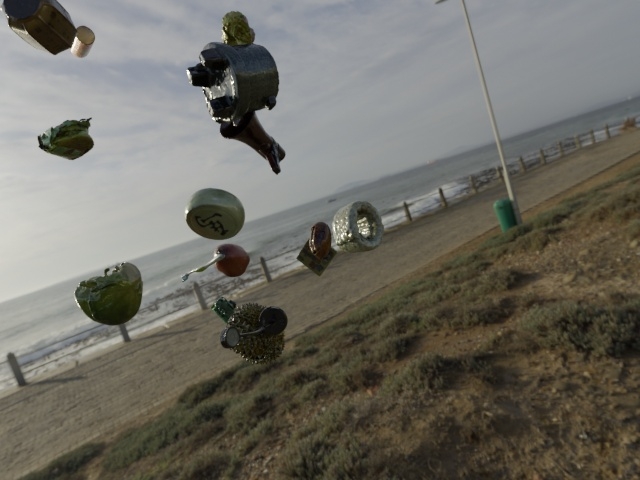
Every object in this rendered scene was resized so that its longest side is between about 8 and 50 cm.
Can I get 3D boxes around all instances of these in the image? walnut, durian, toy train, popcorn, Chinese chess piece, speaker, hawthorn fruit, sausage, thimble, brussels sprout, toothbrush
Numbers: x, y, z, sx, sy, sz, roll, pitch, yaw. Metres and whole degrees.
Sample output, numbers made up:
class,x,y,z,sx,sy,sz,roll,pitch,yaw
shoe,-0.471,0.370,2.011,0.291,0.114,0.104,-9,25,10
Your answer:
class,x,y,z,sx,sy,sz,roll,pitch,yaw
walnut,0.000,0.000,2.013,0.115,0.208,0.116,1,-23,0
durian,-0.278,0.413,1.753,0.292,0.259,0.258,27,20,13
toy train,-0.516,0.442,2.380,0.115,0.269,0.154,-46,11,-21
popcorn,-0.328,-0.831,1.600,0.126,0.126,0.145,2,6,29
Chinese chess piece,-0.443,-0.107,1.701,0.250,0.250,0.101,-16,49,20
speaker,-0.261,-0.454,1.850,0.259,0.329,0.198,30,86,45
hawthorn fruit,-0.513,0.097,2.256,0.199,0.200,0.251,-17,-25,9
sausage,-0.974,-0.798,1.648,0.071,0.071,0.234,-22,17,-33
thimble,0.209,-0.067,2.300,0.291,0.292,0.195,-23,3,-39
brussels sprout,-1.121,0.295,2.200,0.371,0.315,0.276,-35,11,14
toothbrush,-0.401,0.090,1.368,0.022,0.026,0.262,26,-40,-37

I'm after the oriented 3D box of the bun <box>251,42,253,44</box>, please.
class,x,y,z,sx,sy,sz,roll,pitch,yaw
bun,-0.376,-0.845,1.887,0.172,0.120,0.173,3,-19,1

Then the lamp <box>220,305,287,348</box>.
class,x,y,z,sx,sy,sz,roll,pitch,yaw
lamp,-0.252,0.325,1.443,0.108,0.130,0.371,-8,4,26

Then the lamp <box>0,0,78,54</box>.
class,x,y,z,sx,sy,sz,roll,pitch,yaw
lamp,-0.861,-0.677,1.247,0.161,0.162,0.185,-18,-2,-6

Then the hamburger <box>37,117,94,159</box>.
class,x,y,z,sx,sy,sz,roll,pitch,yaw
hamburger,-1.059,-0.440,1.726,0.235,0.125,0.214,-29,9,-7

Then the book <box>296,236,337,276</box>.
class,x,y,z,sx,sy,sz,roll,pitch,yaw
book,-0.021,0.077,2.151,0.192,0.167,0.013,-56,-7,30

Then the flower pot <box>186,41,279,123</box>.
class,x,y,z,sx,sy,sz,roll,pitch,yaw
flower pot,-0.336,-0.584,1.532,0.282,0.300,0.298,-26,10,-39
